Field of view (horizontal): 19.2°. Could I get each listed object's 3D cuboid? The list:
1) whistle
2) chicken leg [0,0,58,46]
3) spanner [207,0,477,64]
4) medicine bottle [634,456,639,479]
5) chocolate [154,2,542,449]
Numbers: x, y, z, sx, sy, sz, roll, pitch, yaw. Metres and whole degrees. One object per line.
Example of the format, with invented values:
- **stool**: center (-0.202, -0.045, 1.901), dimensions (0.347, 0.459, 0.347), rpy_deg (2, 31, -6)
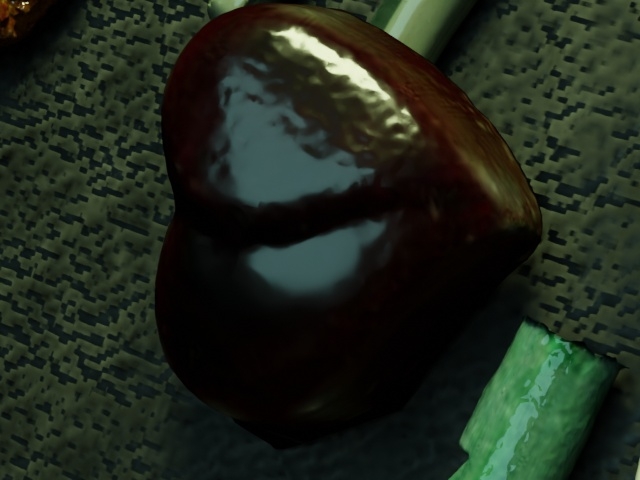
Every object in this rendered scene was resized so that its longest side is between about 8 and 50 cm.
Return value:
- **whistle**: center (0.037, 0.113, 0.584), dimensions (0.039, 0.039, 0.186), rpy_deg (26, 89, 28)
- **chicken leg**: center (-0.123, -0.125, 0.715), dimensions (0.219, 0.048, 0.089), rpy_deg (-46, 66, 8)
- **spanner**: center (0.076, -0.191, 0.642), dimensions (0.095, 0.040, 0.325), rpy_deg (36, 95, 25)
- **medicine bottle**: center (0.202, 0.089, 0.456), dimensions (0.236, 0.139, 0.139), rpy_deg (3, 78, 26)
- **chocolate**: center (0.000, 0.000, 0.590), dimensions (0.125, 0.080, 0.149), rpy_deg (8, 94, 21)
